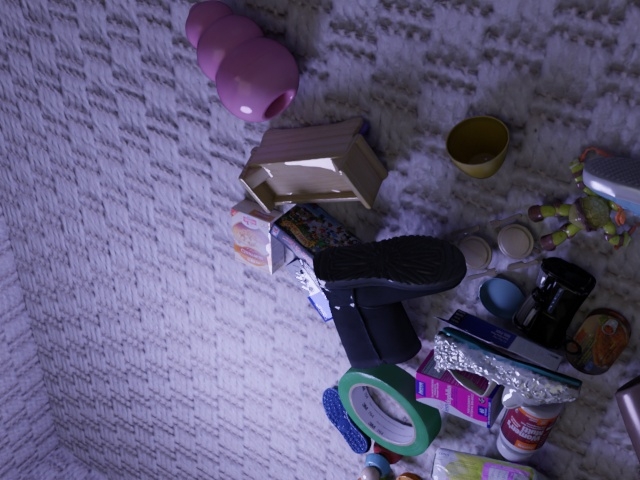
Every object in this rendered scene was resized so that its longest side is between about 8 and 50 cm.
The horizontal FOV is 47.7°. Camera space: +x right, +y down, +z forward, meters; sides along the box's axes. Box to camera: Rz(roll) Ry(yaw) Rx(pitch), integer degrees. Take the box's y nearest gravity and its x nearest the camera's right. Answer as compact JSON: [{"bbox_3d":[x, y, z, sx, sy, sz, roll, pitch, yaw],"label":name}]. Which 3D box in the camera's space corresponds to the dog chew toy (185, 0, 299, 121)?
[{"bbox_3d":[-0.203,-0.448,1.757,0.332,0.206,0.207,49,137,11],"label":"dog chew toy"}]

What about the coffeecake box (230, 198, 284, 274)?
[{"bbox_3d":[-0.183,-0.011,2.127,0.142,0.068,0.186,20,129,27],"label":"coffeecake box"}]

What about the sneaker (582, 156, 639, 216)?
[{"bbox_3d":[0.669,-0.042,1.378,0.365,0.135,0.150,22,127,19],"label":"sneaker"}]

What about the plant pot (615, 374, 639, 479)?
[{"bbox_3d":[0.771,0.395,1.568,0.263,0.263,0.229,-44,69,46],"label":"plant pot"}]

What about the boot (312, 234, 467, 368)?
[{"bbox_3d":[0.201,0.181,1.833,0.366,0.146,0.445,0,140,17],"label":"boot"}]

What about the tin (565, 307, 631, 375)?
[{"bbox_3d":[0.643,0.235,1.679,0.106,0.040,0.190,29,133,14],"label":"tin"}]

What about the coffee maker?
[{"bbox_3d":[0.547,0.147,1.636,0.171,0.120,0.178,21,127,4],"label":"coffee maker"}]

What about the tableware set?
[{"bbox_3d":[0.415,0.013,1.702,0.194,0.039,0.128,-18,95,38],"label":"tableware set"}]

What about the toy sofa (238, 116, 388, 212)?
[{"bbox_3d":[-0.015,-0.185,1.842,0.362,0.177,0.150,-1,143,38],"label":"toy sofa"}]

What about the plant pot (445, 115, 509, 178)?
[{"bbox_3d":[0.345,-0.188,1.565,0.134,0.134,0.095,16,155,29],"label":"plant pot"}]

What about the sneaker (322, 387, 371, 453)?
[{"bbox_3d":[0.086,0.578,2.322,0.081,0.090,0.232,-34,72,9],"label":"sneaker"}]

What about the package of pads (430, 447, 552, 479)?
[{"bbox_3d":[0.475,0.662,1.987,0.296,0.101,0.229,2,156,37],"label":"package of pads"}]

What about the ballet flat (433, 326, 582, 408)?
[{"bbox_3d":[0.448,0.336,1.786,0.408,0.147,0.147,20,131,45],"label":"ballet flat"}]

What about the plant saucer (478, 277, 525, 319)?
[{"bbox_3d":[0.448,0.138,1.773,0.119,0.021,0.119,19,129,26],"label":"plant saucer"}]

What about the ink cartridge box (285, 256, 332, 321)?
[{"bbox_3d":[-0.006,0.134,2.106,0.097,0.046,0.207,-29,99,47],"label":"ink cartridge box"}]

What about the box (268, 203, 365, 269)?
[{"bbox_3d":[0.000,0.000,1.927,0.233,0.159,0.044,39,135,9],"label":"box"}]

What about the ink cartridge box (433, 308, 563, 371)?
[{"bbox_3d":[0.413,0.223,1.696,0.223,0.045,0.223,24,179,-30],"label":"ink cartridge box"}]

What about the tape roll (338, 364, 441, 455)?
[{"bbox_3d":[0.202,0.491,2.139,0.321,0.077,0.321,28,140,27],"label":"tape roll"}]

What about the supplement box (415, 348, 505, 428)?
[{"bbox_3d":[0.376,0.395,1.943,0.220,0.114,0.111,16,129,31],"label":"supplement box"}]

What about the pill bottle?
[{"bbox_3d":[0.533,0.469,1.865,0.121,0.121,0.221,26,132,21],"label":"pill bottle"}]

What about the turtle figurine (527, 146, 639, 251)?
[{"bbox_3d":[0.558,-0.044,1.512,0.217,0.087,0.270,-26,102,45],"label":"turtle figurine"}]

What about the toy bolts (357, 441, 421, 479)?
[{"bbox_3d":[0.205,0.773,2.305,0.218,0.158,0.229,14,127,30],"label":"toy bolts"}]
